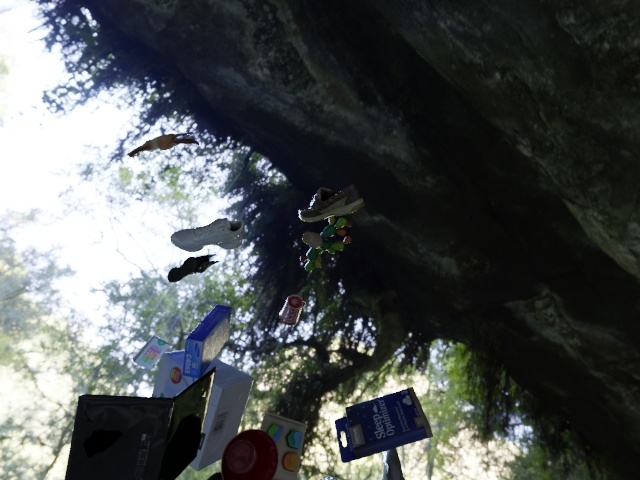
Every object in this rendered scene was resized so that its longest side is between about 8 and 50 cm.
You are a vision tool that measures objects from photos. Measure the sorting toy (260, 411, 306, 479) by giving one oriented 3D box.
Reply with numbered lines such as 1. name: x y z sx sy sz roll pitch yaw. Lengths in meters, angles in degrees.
1. sorting toy: -0.148 0.774 1.554 0.192 0.209 0.038 28 -33 -23

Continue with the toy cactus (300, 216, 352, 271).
1. toy cactus: 0.000 0.000 1.357 0.219 0.112 0.180 -43 -30 14

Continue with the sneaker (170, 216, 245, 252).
1. sneaker: -0.445 -0.038 1.663 0.304 0.114 0.152 -5 -41 -37

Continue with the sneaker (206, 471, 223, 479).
1. sneaker: -0.375 0.944 1.529 0.146 0.102 0.293 57 -16 2

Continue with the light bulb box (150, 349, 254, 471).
1. light bulb box: -0.533 0.706 1.798 0.360 0.359 0.225 17 0 28

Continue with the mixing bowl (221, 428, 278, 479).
1. mixing bowl: -0.230 0.672 1.279 0.181 0.182 0.098 37 -29 -15

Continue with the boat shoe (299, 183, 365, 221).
1. boat shoe: 0.026 -0.162 1.707 0.341 0.123 0.123 -6 -66 49

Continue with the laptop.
1. laptop: -0.575 0.631 1.371 0.407 0.383 0.236 11 9 -21

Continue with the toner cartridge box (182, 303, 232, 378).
1. toner cartridge box: -0.468 0.412 1.751 0.075 0.348 0.166 10 -75 4

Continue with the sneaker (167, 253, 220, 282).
1. sneaker: -0.415 0.092 1.356 0.170 0.051 0.089 -34 -24 26

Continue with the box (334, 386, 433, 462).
1. box: 0.145 0.450 1.021 0.225 0.136 0.037 -19 -65 1

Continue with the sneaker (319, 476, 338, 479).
1. sneaker: 0.029 0.612 0.890 0.297 0.129 0.111 -19 -87 63

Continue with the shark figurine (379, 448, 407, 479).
1. shark figurine: 0.212 0.725 1.152 0.116 0.279 0.166 11 -23 5

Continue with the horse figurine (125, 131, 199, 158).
1. horse figurine: -0.600 -0.373 1.603 0.262 0.174 0.066 -2 -72 25

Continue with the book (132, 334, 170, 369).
1. book: -0.797 0.528 1.961 0.096 0.144 0.035 46 -12 -36

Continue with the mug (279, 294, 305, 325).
1. mug: -0.149 0.363 2.280 0.113 0.150 0.169 23 -40 2
